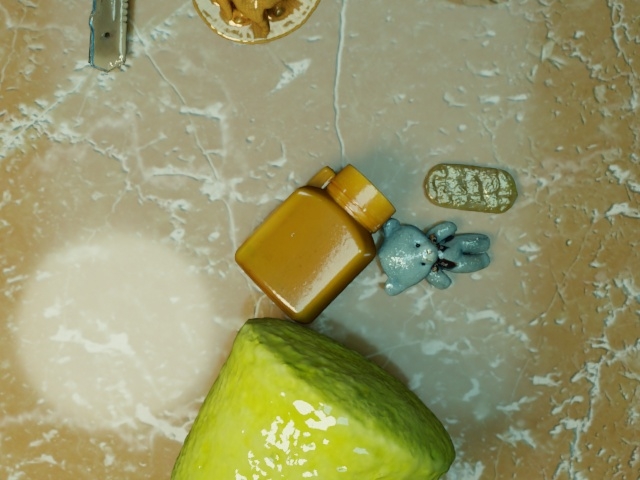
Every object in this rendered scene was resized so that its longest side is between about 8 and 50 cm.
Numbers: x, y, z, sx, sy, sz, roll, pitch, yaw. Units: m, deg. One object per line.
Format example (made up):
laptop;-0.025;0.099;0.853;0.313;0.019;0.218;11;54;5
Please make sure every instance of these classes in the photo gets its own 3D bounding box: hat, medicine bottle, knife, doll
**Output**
hat;-0.078;-0.413;1.264;0.244;0.233;0.233;-11;95;-1
medicine bottle;0.000;0.000;1.340;0.222;0.112;0.149;-45;78;0
knife;-0.312;-0.434;1.348;0.089;0.043;0.365;5;96;30
doll;0.177;0.023;1.380;0.180;0.075;0.120;-2;87;-4

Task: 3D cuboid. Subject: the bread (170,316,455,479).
bread;-0.013;0.300;1.264;0.348;0.348;0.307;28;97;-4

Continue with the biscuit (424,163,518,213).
biscuit;0.235;-0.081;1.406;0.147;0.018;0.071;7;92;-4
